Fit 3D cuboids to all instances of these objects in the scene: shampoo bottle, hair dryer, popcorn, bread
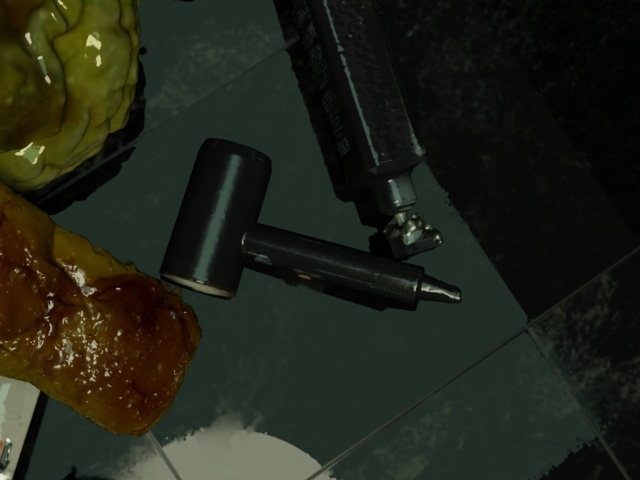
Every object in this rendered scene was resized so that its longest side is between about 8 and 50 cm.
[{"bbox_3d":[0.033,-0.133,1.056,0.071,0.098,0.310,-16,87,-13],"label":"shampoo bottle"},{"bbox_3d":[0.000,0.000,1.034,0.255,0.070,0.128,13,82,8],"label":"hair dryer"},{"bbox_3d":[-0.249,-0.155,0.951,0.237,0.251,0.206,-37,84,-12],"label":"popcorn"},{"bbox_3d":[-0.211,0.050,0.954,0.271,0.077,0.139,39,69,-37],"label":"bread"}]

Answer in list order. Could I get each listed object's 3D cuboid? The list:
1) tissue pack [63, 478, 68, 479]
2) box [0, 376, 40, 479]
[{"bbox_3d":[-0.076,0.349,0.987,0.343,0.125,0.242,13,82,-8],"label":"tissue pack"},{"bbox_3d":[-0.359,0.090,0.981,0.273,0.048,0.265,18,78,-16],"label":"box"}]
